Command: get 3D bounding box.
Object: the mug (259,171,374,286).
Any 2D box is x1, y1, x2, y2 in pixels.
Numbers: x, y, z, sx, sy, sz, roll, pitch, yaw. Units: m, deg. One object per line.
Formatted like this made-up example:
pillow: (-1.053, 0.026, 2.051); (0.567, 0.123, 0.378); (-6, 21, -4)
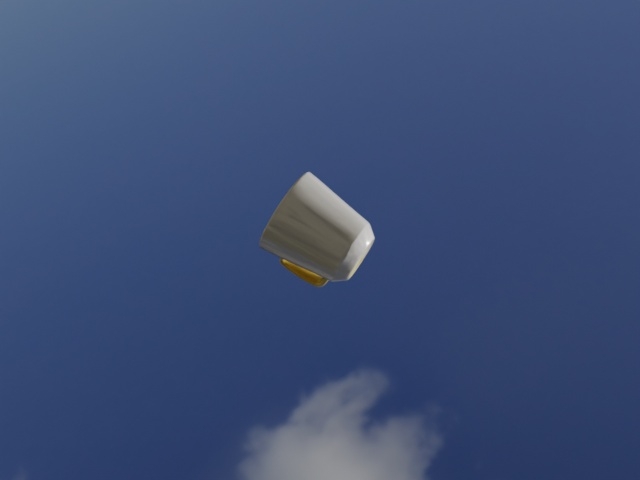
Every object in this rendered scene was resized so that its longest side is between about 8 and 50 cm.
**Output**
mug: (0.002, -0.003, 0.752); (0.062, 0.064, 0.078); (-57, 173, -6)
